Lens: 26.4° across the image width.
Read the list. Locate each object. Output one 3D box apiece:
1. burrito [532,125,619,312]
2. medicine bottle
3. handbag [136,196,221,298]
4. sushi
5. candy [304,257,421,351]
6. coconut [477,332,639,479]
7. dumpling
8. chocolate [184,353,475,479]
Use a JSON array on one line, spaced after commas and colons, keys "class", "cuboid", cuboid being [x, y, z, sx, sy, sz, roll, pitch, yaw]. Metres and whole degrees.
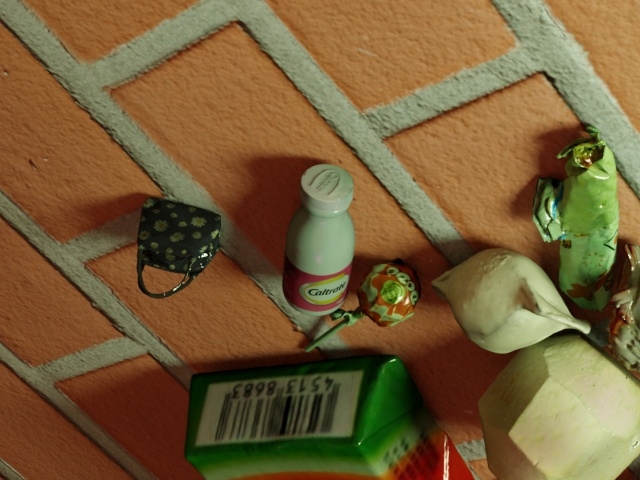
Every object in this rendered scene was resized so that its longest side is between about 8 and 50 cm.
[{"class": "burrito", "cuboid": [0.308, -0.020, 1.652, 0.104, 0.054, 0.288, 9, 139, 17]}, {"class": "medicine bottle", "cuboid": [0.000, 0.000, 1.772, 0.090, 0.090, 0.216, 15, 138, 8]}, {"class": "handbag", "cuboid": [-0.206, 0.023, 1.848, 0.115, 0.139, 0.072, 16, 146, 6]}, {"class": "sushi", "cuboid": [0.472, 0.134, 1.688, 0.332, 0.124, 0.130, 33, 147, -12]}, {"class": "candy", "cuboid": [0.046, 0.104, 1.896, 0.078, 0.084, 0.288, 36, 147, -11]}, {"class": "coconut", "cuboid": [0.322, 0.245, 1.808, 0.197, 0.237, 0.237, 43, 145, 25]}, {"class": "dumpling", "cuboid": [0.247, 0.085, 1.747, 0.166, 0.126, 0.216, 25, 146, -36]}, {"class": "chocolate", "cuboid": [0.010, 0.338, 2.071, 0.360, 0.161, 0.341, -9, 133, 30]}]
